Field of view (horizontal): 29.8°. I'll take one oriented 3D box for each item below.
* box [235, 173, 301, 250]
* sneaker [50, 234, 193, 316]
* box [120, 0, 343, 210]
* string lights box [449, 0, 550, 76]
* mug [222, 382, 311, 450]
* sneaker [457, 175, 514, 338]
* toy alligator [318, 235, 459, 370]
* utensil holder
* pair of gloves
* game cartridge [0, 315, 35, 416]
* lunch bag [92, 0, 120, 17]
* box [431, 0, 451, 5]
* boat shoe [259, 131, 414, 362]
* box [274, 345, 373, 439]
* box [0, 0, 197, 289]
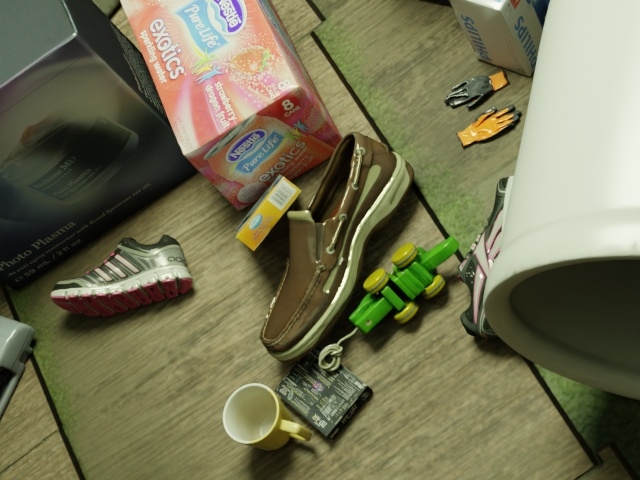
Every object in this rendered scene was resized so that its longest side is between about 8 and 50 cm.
[{"bbox_3d":[-0.058,-0.033,1.299,0.028,0.136,0.081,38,91,-8],"label":"box"},{"bbox_3d":[-0.229,0.037,1.381,0.170,0.063,0.074,-13,61,13],"label":"sneaker"},{"bbox_3d":[-0.109,-0.208,1.397,0.154,0.142,0.300,-30,57,8],"label":"box"},{"bbox_3d":[0.243,-0.325,1.296,0.077,0.133,0.259,25,79,32],"label":"string lights box"},{"bbox_3d":[-0.054,0.190,1.220,0.062,0.064,0.078,-42,56,0],"label":"mug"},{"bbox_3d":[0.172,0.016,1.201,0.077,0.072,0.178,-9,56,33],"label":"sneaker"},{"bbox_3d":[0.066,0.060,1.242,0.190,0.056,0.051,-43,13,4],"label":"toy alligator"},{"bbox_3d":[0.331,-0.087,1.029,0.328,0.327,0.385,1,64,25],"label":"utensil holder"},{"bbox_3d":[0.176,-0.146,1.313,0.074,0.010,0.083,-23,57,14],"label":"pair of gloves"},{"bbox_3d":[-0.476,0.211,1.415,0.198,0.062,0.297,15,73,26],"label":"game cartridge"},{"bbox_3d":[-0.377,-0.410,1.554,0.212,0.256,0.305,34,83,34],"label":"lunch bag"},{"bbox_3d":[0.121,-0.357,1.324,0.153,0.207,0.108,18,78,30],"label":"box"},{"bbox_3d":[-0.004,0.000,1.261,0.095,0.095,0.257,0,57,56],"label":"boat shoe"},{"bbox_3d":[0.003,0.155,1.239,0.083,0.018,0.067,35,84,34],"label":"box"},{"bbox_3d":[-0.342,-0.131,1.377,0.296,0.294,0.182,-33,56,7],"label":"box"}]
